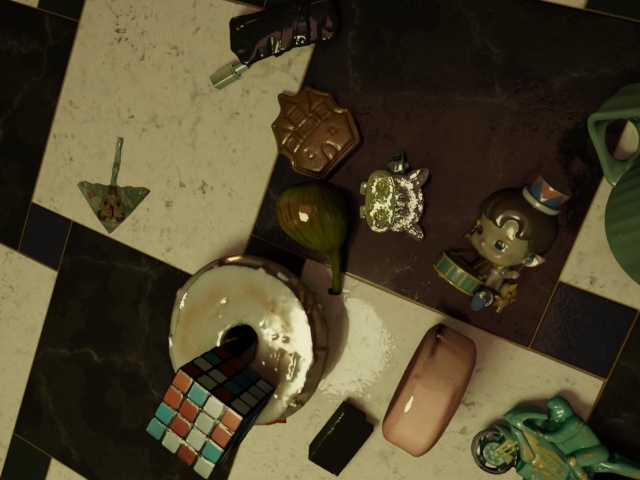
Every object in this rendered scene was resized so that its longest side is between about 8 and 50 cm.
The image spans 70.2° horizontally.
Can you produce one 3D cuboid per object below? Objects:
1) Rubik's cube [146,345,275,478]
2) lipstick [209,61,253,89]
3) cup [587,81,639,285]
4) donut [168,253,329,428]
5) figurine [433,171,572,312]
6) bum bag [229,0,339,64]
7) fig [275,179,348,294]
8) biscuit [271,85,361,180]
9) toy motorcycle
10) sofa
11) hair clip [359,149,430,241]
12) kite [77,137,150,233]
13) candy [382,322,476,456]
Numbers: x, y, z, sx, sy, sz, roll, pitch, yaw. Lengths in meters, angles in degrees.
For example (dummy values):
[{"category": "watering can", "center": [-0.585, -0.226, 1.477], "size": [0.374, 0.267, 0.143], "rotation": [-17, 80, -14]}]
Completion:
[{"category": "Rubik's cube", "center": [-0.205, 0.322, 0.878], "size": [0.155, 0.154, 0.151], "rotation": [32, 102, 12]}, {"category": "lipstick", "center": [-0.194, -0.396, 1.058], "size": [0.129, 0.030, 0.030], "rotation": [-24, 85, 15]}, {"category": "cup", "center": [0.590, -0.062, 0.666], "size": [0.401, 0.392, 0.310], "rotation": [19, 91, 20]}, {"category": "donut", "center": [-0.153, 0.216, 1.010], "size": [0.383, 0.142, 0.382], "rotation": [1, 93, 17]}, {"category": "figurine", "center": [0.341, -0.005, 0.851], "size": [0.275, 0.158, 0.161], "rotation": [-57, 38, 12]}, {"category": "bum bag", "center": [-0.083, -0.471, 1.009], "size": [0.248, 0.060, 0.123], "rotation": [-13, 88, 14]}, {"category": "fig", "center": [0.000, 0.000, 0.961], "size": [0.151, 0.151, 0.259], "rotation": [-17, 91, 16]}, {"category": "biscuit", "center": [-0.025, -0.250, 1.012], "size": [0.182, 0.034, 0.215], "rotation": [-45, 80, 13]}, {"category": "toy motorcycle", "center": [0.457, 0.408, 0.870], "size": [0.296, 0.109, 0.198], "rotation": [26, 89, 16]}, {"category": "sofa", "center": [0.045, 0.438, 1.012], "size": [0.085, 0.060, 0.147], "rotation": [33, 101, -4]}, {"category": "hair clip", "center": [0.154, -0.096, 0.957], "size": [0.146, 0.056, 0.187], "rotation": [7, 97, 23]}, {"category": "kite", "center": [-0.539, -0.141, 1.179], "size": [0.229, 0.012, 0.250], "rotation": [9, 93, 15]}, {"category": "candy", "center": [0.204, 0.271, 0.854], "size": [0.094, 0.255, 0.255], "rotation": [28, 99, 14]}]
